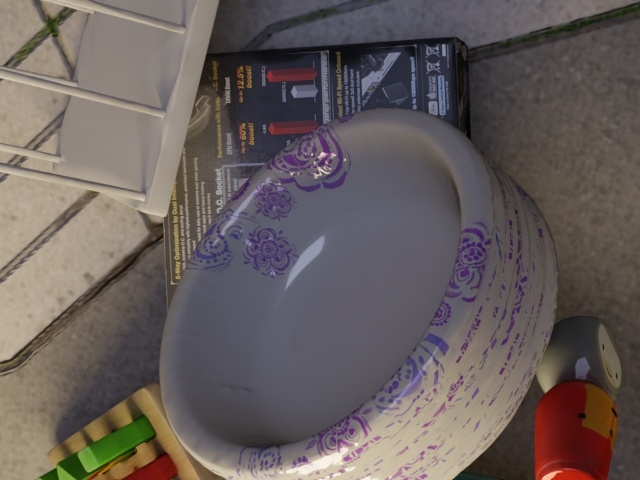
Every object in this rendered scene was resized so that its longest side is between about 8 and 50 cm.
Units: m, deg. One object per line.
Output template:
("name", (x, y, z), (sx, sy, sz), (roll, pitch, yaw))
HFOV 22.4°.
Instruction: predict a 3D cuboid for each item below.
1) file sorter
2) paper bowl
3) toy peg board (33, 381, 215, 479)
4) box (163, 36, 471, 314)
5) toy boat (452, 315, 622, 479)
("file sorter", (-0.199, -0.183, 1.228), (0.173, 0.193, 0.277), (10, 96, -32))
("paper bowl", (0.036, 0.061, 1.121), (0.284, 0.148, 0.284), (-26, 46, 30))
("toy peg board", (-0.159, 0.223, 1.287), (0.161, 0.079, 0.160), (-35, 84, 44))
("box", (0.000, 0.000, 1.282), (0.242, 0.076, 0.307), (-3, 91, 13))
("toy boat", (0.146, 0.200, 1.192), (0.267, 0.148, 0.318), (18, 133, -3))
